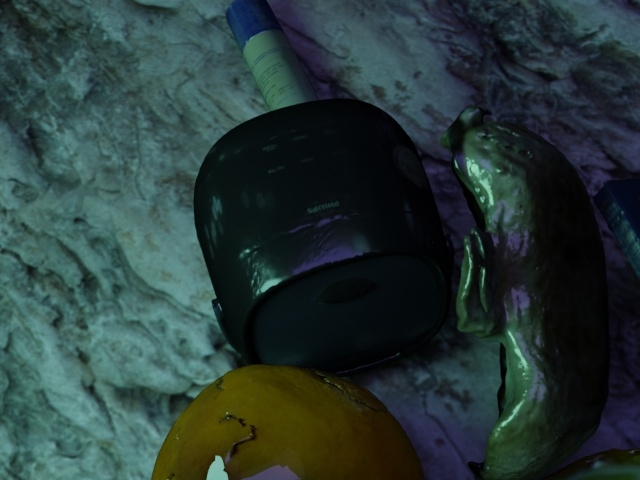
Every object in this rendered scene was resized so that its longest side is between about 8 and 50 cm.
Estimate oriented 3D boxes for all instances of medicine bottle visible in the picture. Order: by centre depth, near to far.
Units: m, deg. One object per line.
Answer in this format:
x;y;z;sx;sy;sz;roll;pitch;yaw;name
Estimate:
-0.047;-0.191;1.376;0.059;0.059;0.231;-22;61;-5;medicine bottle

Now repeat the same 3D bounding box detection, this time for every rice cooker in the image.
0.000;0.000;1.165;0.267;0.267;0.224;-18;54;-3;rice cooker

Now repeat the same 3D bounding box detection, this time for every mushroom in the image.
0.196;0.052;1.088;0.130;0.247;0.344;-9;74;20;mushroom

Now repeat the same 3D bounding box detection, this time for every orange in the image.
-0.029;0.229;1.049;0.246;0.246;0.246;-3;62;5;orange

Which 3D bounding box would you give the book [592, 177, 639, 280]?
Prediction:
0.458;0.114;1.078;0.300;0.039;0.428;-4;55;-31;book

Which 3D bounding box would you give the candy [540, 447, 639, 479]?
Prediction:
0.276;0.291;1.002;0.259;0.118;0.260;-15;33;10;candy
